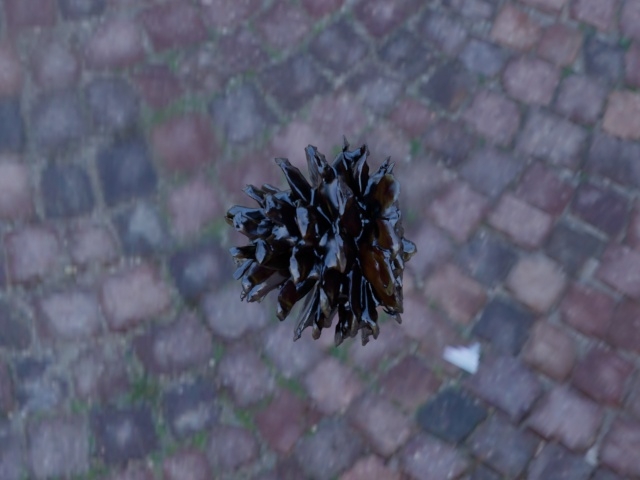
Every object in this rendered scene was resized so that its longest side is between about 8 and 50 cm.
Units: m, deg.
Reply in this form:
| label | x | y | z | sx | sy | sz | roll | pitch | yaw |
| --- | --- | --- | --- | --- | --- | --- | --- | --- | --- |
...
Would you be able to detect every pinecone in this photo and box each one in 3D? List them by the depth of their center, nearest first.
| label | x | y | z | sx | sy | sz | roll | pitch | yaw |
| --- | --- | --- | --- | --- | --- | --- | --- | --- | --- |
| pinecone | 0.001 | 0.001 | 1.129 | 0.121 | 0.140 | 0.140 | -7 | 65 | -4 |
